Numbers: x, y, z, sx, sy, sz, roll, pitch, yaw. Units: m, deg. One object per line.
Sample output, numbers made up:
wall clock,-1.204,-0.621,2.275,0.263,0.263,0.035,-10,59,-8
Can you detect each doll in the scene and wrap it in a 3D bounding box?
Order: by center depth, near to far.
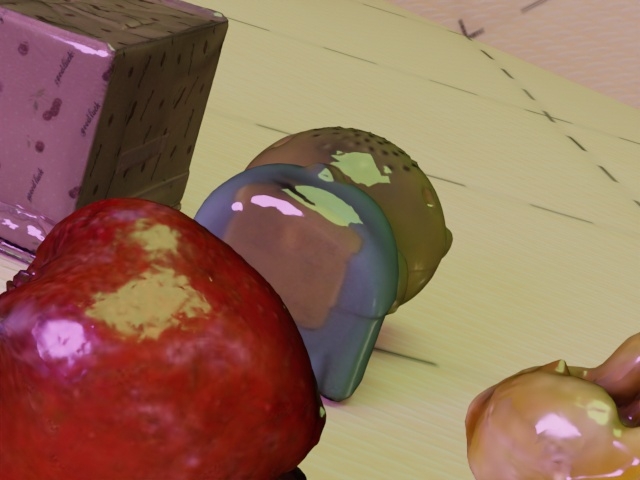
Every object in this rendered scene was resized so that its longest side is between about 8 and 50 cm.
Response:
doll,0.000,0.000,1.314,0.177,0.161,0.261,20,17,10

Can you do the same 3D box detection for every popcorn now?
popcorn,0.160,0.164,0.813,0.195,0.255,0.256,7,39,17

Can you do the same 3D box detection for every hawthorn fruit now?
hawthorn fruit,-0.089,0.081,0.912,0.202,0.185,0.185,31,12,-13

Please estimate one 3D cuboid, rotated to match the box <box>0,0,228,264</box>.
box,-0.237,-0.122,1.410,0.225,0.190,0.297,20,15,9
